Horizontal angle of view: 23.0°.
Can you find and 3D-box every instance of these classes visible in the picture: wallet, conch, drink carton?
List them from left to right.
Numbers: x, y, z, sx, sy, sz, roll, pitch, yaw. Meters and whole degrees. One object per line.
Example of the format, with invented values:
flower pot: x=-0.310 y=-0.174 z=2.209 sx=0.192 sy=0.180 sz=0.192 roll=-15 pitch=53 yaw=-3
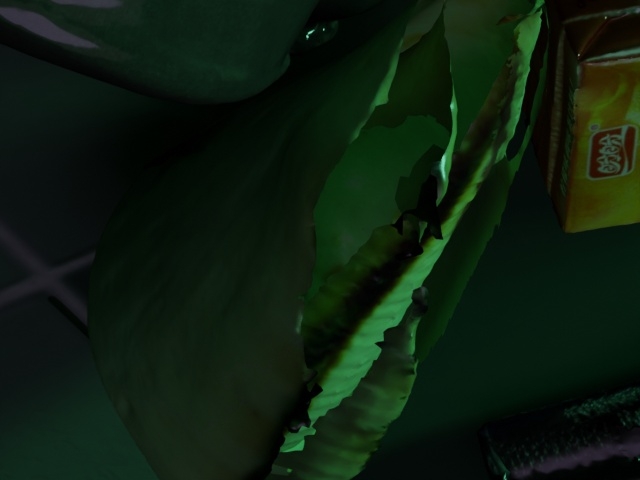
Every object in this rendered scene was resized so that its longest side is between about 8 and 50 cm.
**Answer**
conch: x=-0.003 y=0.019 z=0.535 sx=0.143 sy=0.137 sz=0.250 roll=-33 pitch=-176 yaw=-19
wallet: x=0.218 y=0.137 z=0.844 sx=0.221 sy=0.071 sz=0.262 roll=-21 pitch=147 yaw=9
drink carton: x=0.191 y=-0.072 z=0.581 sx=0.223 sy=0.071 sz=0.096 roll=-9 pitch=142 yaw=-4

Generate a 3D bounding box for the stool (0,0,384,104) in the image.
stool: x=-0.045 y=-0.128 z=0.418 sx=0.153 sy=0.228 sz=0.139 roll=34 pitch=109 yaw=9
